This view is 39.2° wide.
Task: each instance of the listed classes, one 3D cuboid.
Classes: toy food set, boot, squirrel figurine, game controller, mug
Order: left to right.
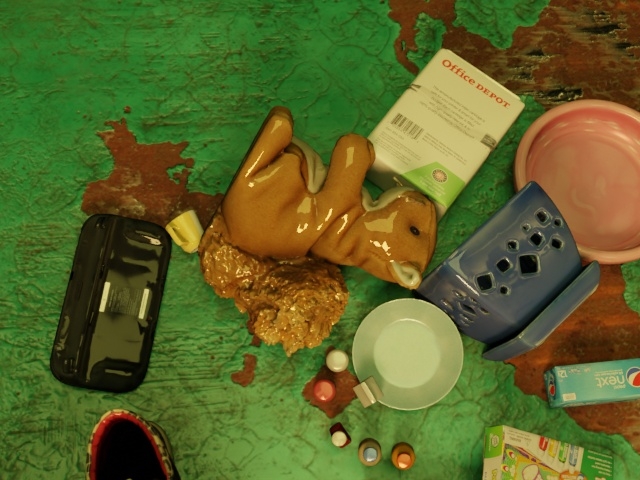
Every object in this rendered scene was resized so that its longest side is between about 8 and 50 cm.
[{"bbox_3d":[-0.367,0.106,1.592,0.166,0.067,0.319,14,70,-15],"label":"game controller"},{"bbox_3d":[-0.256,0.437,1.352,0.138,0.284,0.377,-11,71,-8],"label":"boot"},{"bbox_3d":[-0.245,-0.009,1.634,0.078,0.062,0.064,-29,83,-36],"label":"mug"},{"bbox_3d":[0.000,0.000,1.575,0.370,0.281,0.397,29,91,-8],"label":"squirrel figurine"},{"bbox_3d":[0.062,0.295,1.511,0.111,0.104,0.232,-31,83,-1],"label":"toy food set"}]

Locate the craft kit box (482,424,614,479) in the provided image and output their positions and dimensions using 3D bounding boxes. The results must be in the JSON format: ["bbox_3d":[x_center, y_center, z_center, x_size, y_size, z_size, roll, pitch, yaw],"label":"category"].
[{"bbox_3d":[0.370,0.450,1.465,0.250,0.061,0.247,19,68,-24],"label":"craft kit box"}]

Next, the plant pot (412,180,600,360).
[{"bbox_3d":[0.329,0.071,1.565,0.236,0.236,0.212,-40,84,-17],"label":"plant pot"}]

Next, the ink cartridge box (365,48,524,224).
[{"bbox_3d":[0.225,-0.197,1.709,0.198,0.115,0.273,37,72,8],"label":"ink cartridge box"}]

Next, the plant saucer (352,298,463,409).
[{"bbox_3d":[0.154,0.200,1.587,0.195,0.037,0.195,-1,84,6],"label":"plant saucer"}]

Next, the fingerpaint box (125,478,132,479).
[{"bbox_3d":[-0.278,0.590,1.195,0.371,0.445,0.163,-34,38,-10],"label":"fingerpaint box"}]

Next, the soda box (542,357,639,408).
[{"bbox_3d":[0.510,0.252,1.592,0.210,0.071,0.067,-4,71,-6],"label":"soda box"}]

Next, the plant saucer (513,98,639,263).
[{"bbox_3d":[0.526,-0.107,1.717,0.332,0.084,0.332,2,71,-4],"label":"plant saucer"}]
